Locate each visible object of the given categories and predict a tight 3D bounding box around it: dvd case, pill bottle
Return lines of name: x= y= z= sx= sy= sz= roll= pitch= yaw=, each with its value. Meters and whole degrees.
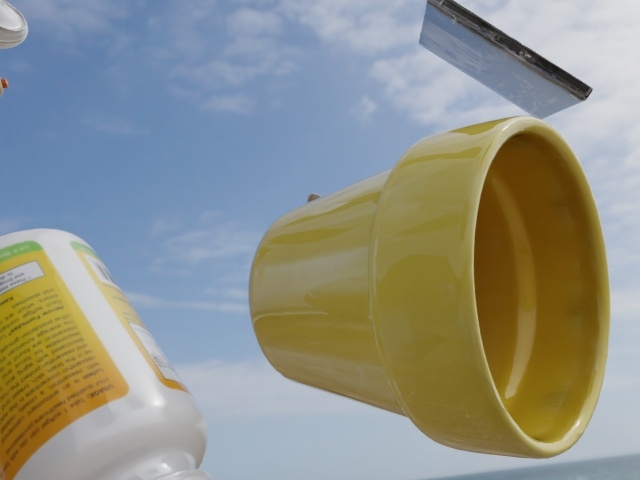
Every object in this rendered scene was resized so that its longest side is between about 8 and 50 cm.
dvd case: x=0.174 y=-0.177 z=0.815 sx=0.164 sy=0.018 sz=0.221 roll=33 pitch=7 yaw=2
pill bottle: x=-0.162 y=0.118 z=0.549 sx=0.136 sy=0.246 sz=0.136 roll=-29 pitch=-32 yaw=-20

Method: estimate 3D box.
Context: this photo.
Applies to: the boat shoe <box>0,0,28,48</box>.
boat shoe: x=-0.405 y=-0.278 z=0.932 sx=0.063 sy=0.066 sz=0.184 roll=-22 pitch=-24 yaw=27

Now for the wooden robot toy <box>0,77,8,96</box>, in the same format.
wooden robot toy: x=-0.410 y=-0.182 z=0.959 sx=0.079 sy=0.173 sz=0.076 roll=-11 pitch=-36 yaw=-18

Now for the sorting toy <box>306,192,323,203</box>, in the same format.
sorting toy: x=0.000 y=0.000 z=0.824 sx=0.062 sy=0.083 sz=0.012 roll=27 pitch=20 yaw=39

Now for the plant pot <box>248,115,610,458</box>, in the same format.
plant pot: x=0.080 y=0.041 z=0.674 sx=0.239 sy=0.254 sz=0.254 roll=-5 pitch=-12 yaw=40
